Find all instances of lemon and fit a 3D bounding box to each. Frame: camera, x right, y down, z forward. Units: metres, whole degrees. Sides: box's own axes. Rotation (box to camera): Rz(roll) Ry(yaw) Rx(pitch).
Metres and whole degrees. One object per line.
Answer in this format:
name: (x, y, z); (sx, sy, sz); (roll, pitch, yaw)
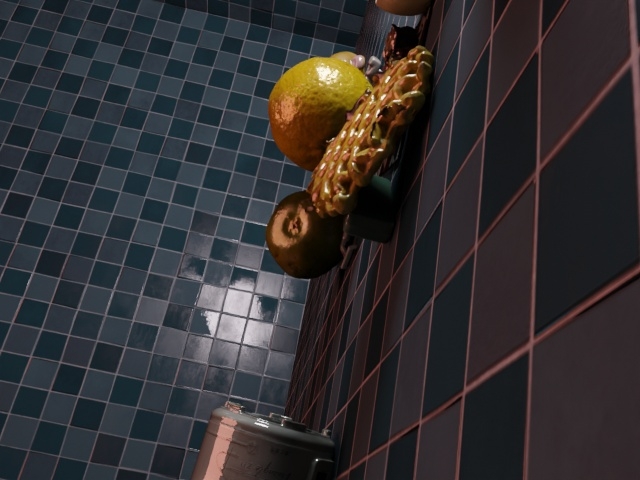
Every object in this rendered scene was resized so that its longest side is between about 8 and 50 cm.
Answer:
lemon: (0.010, -0.297, 1.610); (0.293, 0.293, 0.293); (-168, 90, -87)

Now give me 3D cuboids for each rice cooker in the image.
rice cooker: (-0.103, 0.409, 1.146); (0.280, 0.241, 0.226); (38, -115, -56)

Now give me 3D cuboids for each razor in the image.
razor: (0.072, -0.039, 1.591); (0.084, 0.036, 0.211); (110, 172, -52)

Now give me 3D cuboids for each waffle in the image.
waffle: (0.076, -0.174, 1.089); (0.311, 0.060, 0.307); (-55, 15, 10)

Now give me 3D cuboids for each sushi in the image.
sushi: (0.126, -0.276, 1.297); (0.292, 0.059, 0.293); (175, 106, -87)

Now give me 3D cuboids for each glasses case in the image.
glasses case: (0.080, -0.060, 1.127); (0.184, 0.078, 0.039); (-84, 10, -62)

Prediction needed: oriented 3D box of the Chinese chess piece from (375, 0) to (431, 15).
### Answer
Chinese chess piece: (0.169, -0.527, 1.199); (0.250, 0.103, 0.249); (-167, 90, -89)

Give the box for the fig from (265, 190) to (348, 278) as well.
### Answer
fig: (-0.013, 0.014, 1.758); (0.314, 0.233, 0.233); (64, -152, -47)

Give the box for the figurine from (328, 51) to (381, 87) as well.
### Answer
figurine: (0.066, -0.438, 2.048); (0.167, 0.343, 0.284); (28, -113, -47)
